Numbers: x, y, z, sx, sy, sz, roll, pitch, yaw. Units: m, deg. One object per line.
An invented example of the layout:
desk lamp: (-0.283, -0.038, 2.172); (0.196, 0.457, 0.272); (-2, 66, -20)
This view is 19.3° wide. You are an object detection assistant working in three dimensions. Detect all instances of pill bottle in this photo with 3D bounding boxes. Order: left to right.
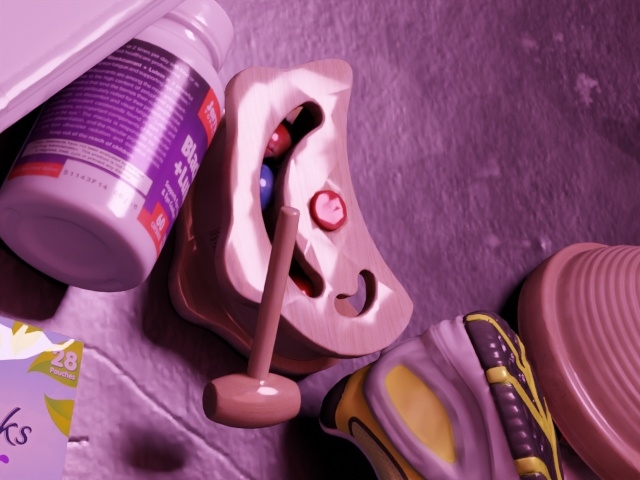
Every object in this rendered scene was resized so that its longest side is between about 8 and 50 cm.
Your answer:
pill bottle: (-0.126, -0.073, 1.214); (0.108, 0.108, 0.193); (38, 57, -25)

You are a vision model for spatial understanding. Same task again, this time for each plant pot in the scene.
plant pot: (0.272, 0.086, 1.446); (0.237, 0.110, 0.237); (29, 39, -26)

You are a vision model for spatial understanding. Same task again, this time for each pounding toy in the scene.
pounding toy: (0.000, 0.000, 1.264); (0.154, 0.155, 0.269); (13, 69, -31)

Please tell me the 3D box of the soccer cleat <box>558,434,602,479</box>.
soccer cleat: (0.184, 0.188, 1.428); (0.196, 0.068, 0.076); (12, 99, -43)

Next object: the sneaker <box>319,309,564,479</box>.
sneaker: (0.117, 0.246, 1.305); (0.145, 0.147, 0.385); (-9, 82, -75)

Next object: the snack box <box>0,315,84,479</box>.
snack box: (-0.251, 0.117, 1.080); (0.207, 0.070, 0.174); (21, 66, -34)

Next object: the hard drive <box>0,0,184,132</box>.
hard drive: (-0.189, -0.196, 1.183); (0.203, 0.040, 0.307); (38, 49, 11)
